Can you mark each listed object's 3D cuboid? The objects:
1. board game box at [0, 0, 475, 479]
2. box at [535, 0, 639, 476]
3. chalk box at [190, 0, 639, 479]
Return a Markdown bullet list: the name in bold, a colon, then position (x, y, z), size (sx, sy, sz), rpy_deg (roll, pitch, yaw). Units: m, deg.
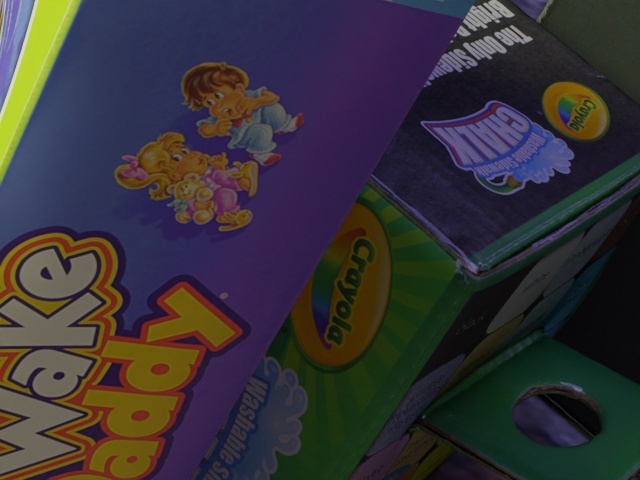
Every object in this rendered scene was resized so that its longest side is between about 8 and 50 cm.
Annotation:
- **board game box**: position (-0.091, -0.026, 0.497), size (0.078, 0.347, 0.233), rpy_deg (10, 39, -27)
- **box**: position (0.227, -0.082, 0.860), size (0.183, 0.296, 0.294), rpy_deg (41, 36, 14)
- **chalk box**: position (0.000, 0.000, 0.688), size (0.289, 0.179, 0.180), rpy_deg (43, 35, 15)
